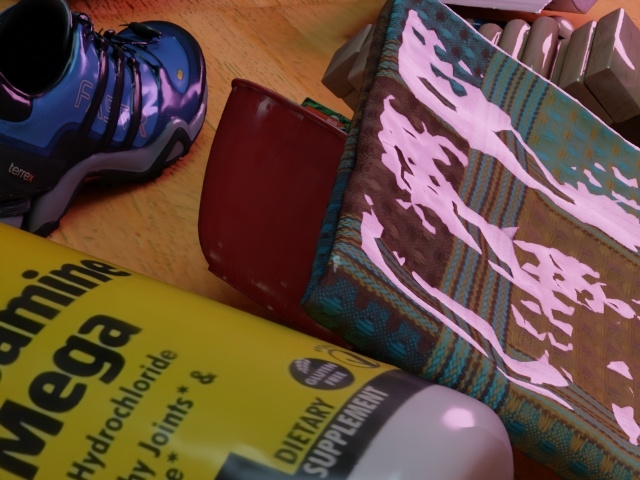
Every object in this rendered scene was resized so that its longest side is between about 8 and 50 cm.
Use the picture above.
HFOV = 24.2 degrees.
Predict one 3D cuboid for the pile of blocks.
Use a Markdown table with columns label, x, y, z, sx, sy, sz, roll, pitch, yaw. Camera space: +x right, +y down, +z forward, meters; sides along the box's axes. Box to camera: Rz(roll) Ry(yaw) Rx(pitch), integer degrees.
| label | x | y | z | sx | sy | sz | roll | pitch | yaw |
| --- | --- | --- | --- | --- | --- | --- | --- | --- | --- |
| pile of blocks | 0.173 | -0.079 | 1.034 | 0.362 | 0.149 | 0.112 | 4 | 38 | 17 |

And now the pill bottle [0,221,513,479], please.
| label | x | y | z | sx | sy | sz | roll | pitch | yaw |
| --- | --- | --- | --- | --- | --- | --- | --- | --- | --- |
| pill bottle | -0.111 | 0.097 | 0.574 | 0.334 | 0.188 | 0.188 | 18 | 30 | 20 |

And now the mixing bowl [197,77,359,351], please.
| label | x | y | z | sx | sy | sz | roll | pitch | yaw |
| --- | --- | --- | --- | --- | --- | --- | --- | --- | --- |
| mixing bowl | 0.000 | 0.000 | 0.837 | 0.181 | 0.098 | 0.181 | 32 | -3 | 2 |

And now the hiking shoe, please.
| label | x | y | z | sx | sy | sz | roll | pitch | yaw |
| --- | --- | --- | --- | --- | --- | --- | --- | --- | --- |
| hiking shoe | -0.155 | -0.104 | 0.986 | 0.113 | 0.132 | 0.304 | 17 | 30 | 15 |

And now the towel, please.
| label | x | y | z | sx | sy | sz | roll | pitch | yaw |
| --- | --- | --- | --- | --- | --- | --- | --- | --- | --- |
| towel | 0.168 | 0.043 | 0.698 | 0.370 | 0.040 | 0.271 | 33 | 33 | -13 |

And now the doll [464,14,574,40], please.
| label | x | y | z | sx | sy | sz | roll | pitch | yaw |
| --- | --- | --- | --- | --- | --- | --- | --- | --- | --- |
| doll | 0.160 | -0.156 | 1.249 | 0.129 | 0.046 | 0.189 | 25 | 33 | 27 |

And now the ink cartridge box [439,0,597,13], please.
| label | x | y | z | sx | sy | sz | roll | pitch | yaw |
| --- | --- | --- | --- | --- | --- | --- | --- | --- | --- |
| ink cartridge box | 0.144 | -0.223 | 1.338 | 0.181 | 0.056 | 0.224 | 9 | 30 | 23 |

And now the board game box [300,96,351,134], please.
| label | x | y | z | sx | sy | sz | roll | pitch | yaw |
| --- | --- | --- | --- | --- | --- | --- | --- | --- | --- |
| board game box | 0.105 | -0.002 | 0.893 | 0.260 | 0.030 | 0.136 | 31 | -6 | 36 |
